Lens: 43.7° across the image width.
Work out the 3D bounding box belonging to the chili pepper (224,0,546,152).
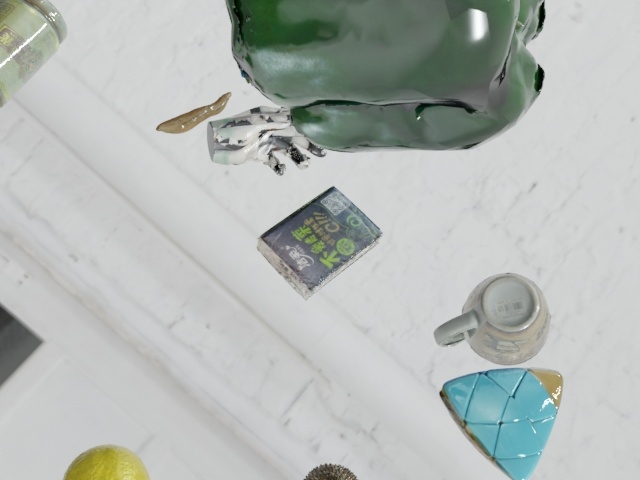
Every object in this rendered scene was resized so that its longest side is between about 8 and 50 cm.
[{"bbox_3d":[0.064,-0.196,0.679,0.248,0.257,0.233,22,76,-61],"label":"chili pepper"}]

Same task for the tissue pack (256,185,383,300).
[{"bbox_3d":[0.000,0.000,1.765,0.235,0.173,0.073,-38,162,-27],"label":"tissue pack"}]

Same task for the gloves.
[{"bbox_3d":[-0.091,-0.188,1.432,0.111,0.212,0.127,-122,-152,-53],"label":"gloves"}]

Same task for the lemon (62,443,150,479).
[{"bbox_3d":[-0.418,0.497,1.556,0.180,0.181,0.193,130,-33,-60],"label":"lemon"}]

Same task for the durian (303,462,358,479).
[{"bbox_3d":[0.019,0.451,1.439,0.110,0.140,0.071,-48,136,-21],"label":"durian"}]

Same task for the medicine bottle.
[{"bbox_3d":[-0.676,-0.368,1.645,0.322,0.151,0.151,-57,-177,-27],"label":"medicine bottle"}]

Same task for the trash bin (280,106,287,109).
[{"bbox_3d":[0.037,-0.351,1.764,0.239,0.185,0.161,-34,-131,52],"label":"trash bin"}]

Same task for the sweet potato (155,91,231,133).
[{"bbox_3d":[-0.164,-0.164,1.057,0.115,0.026,0.026,-29,172,-20],"label":"sweet potato"}]

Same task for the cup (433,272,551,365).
[{"bbox_3d":[0.425,0.190,1.992,0.301,0.227,0.257,-18,158,6],"label":"cup"}]

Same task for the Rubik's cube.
[{"bbox_3d":[0.395,0.357,1.588,0.254,0.254,0.254,-49,180,-1],"label":"Rubik's cube"}]
